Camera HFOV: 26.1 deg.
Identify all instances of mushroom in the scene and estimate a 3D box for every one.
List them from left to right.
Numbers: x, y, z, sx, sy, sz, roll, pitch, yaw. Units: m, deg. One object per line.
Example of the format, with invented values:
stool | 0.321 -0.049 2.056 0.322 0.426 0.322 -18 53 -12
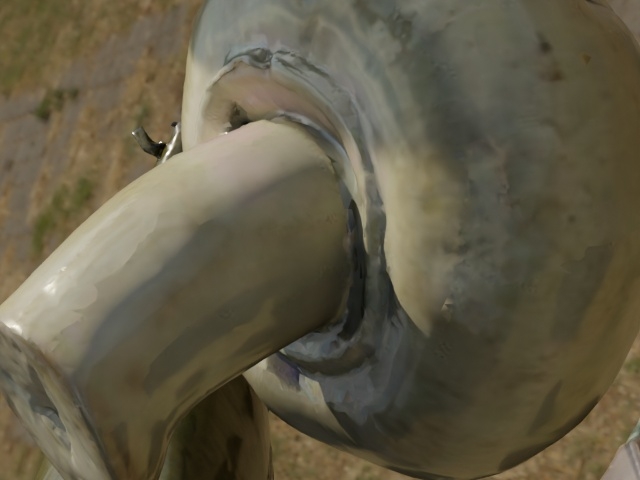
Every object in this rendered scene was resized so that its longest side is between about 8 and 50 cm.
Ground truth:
mushroom | 0.033 0.002 0.712 0.315 0.315 0.356 -16 52 52

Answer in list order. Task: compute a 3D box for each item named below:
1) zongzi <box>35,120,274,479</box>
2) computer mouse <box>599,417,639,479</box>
zongzi | -0.130 0.169 0.897 0.447 0.181 0.418 -71 -18 -71
computer mouse | 0.297 0.289 1.132 0.115 0.199 0.389 -20 37 33
